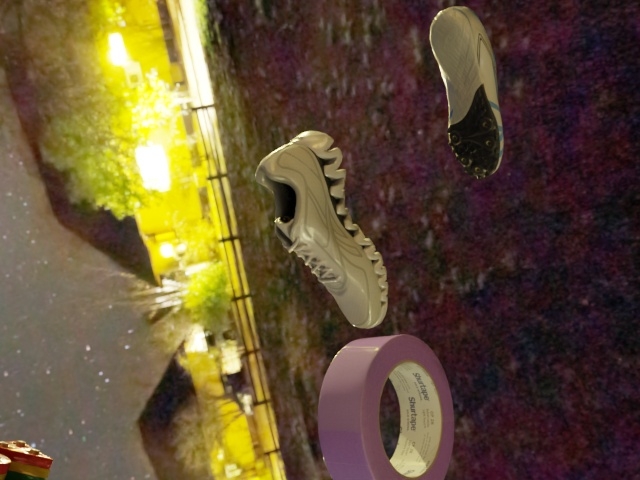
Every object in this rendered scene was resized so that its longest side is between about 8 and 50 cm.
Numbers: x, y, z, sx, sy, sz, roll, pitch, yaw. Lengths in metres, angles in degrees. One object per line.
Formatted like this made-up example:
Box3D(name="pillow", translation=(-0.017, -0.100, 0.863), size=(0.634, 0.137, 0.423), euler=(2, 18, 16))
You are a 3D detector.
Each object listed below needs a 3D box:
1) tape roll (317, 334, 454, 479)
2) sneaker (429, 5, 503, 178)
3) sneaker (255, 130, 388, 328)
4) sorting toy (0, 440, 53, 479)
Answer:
Box3D(name="tape roll", translation=(0.117, 0.298, 1.071), size=(0.090, 0.275, 0.274), euler=(-11, 93, 40))
Box3D(name="sneaker", translation=(0.215, -0.206, 0.889), size=(0.085, 0.086, 0.237), euler=(-4, 104, 46))
Box3D(name="sneaker", translation=(0.000, 0.000, 0.891), size=(0.110, 0.118, 0.292), euler=(-13, 103, 50))
Box3D(name="sorting toy", translation=(-0.540, 0.341, 0.965), size=(0.257, 0.256, 0.089), euler=(70, -144, -73))
